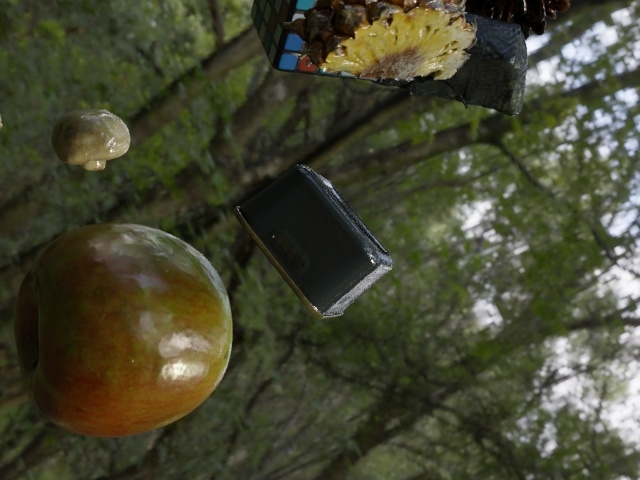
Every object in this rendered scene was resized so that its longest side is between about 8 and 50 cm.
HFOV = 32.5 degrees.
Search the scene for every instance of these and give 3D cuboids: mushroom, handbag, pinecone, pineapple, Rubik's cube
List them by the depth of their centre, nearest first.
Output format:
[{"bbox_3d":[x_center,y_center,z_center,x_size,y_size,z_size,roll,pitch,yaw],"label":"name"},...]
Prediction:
[{"bbox_3d":[0.087,-0.243,1.188,0.135,0.233,0.079,-50,-124,41],"label":"pineapple"},{"bbox_3d":[0.010,-0.376,1.718,0.182,0.187,0.184,-111,-152,-46],"label":"Rubik's cube"},{"bbox_3d":[0.217,-0.292,1.812,0.175,0.270,0.088,101,6,-53],"label":"handbag"},{"bbox_3d":[0.319,-0.435,1.892,0.207,0.208,0.207,57,-18,31],"label":"pinecone"},{"bbox_3d":[-0.430,-0.190,2.056,0.148,0.148,0.112,45,-49,53],"label":"mushroom"}]

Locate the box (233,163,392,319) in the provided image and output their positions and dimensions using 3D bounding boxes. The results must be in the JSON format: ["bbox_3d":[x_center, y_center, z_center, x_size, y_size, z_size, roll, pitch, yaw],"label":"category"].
[{"bbox_3d":[0.000,0.000,1.160,0.144,0.090,0.201,51,5,9],"label":"box"}]

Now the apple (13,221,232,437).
[{"bbox_3d":[-0.218,0.103,1.240,0.246,0.226,0.246,-7,-98,63],"label":"apple"}]

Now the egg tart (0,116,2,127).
[{"bbox_3d":[-0.599,-0.201,1.649,0.106,0.241,0.241,-51,-126,24],"label":"egg tart"}]
